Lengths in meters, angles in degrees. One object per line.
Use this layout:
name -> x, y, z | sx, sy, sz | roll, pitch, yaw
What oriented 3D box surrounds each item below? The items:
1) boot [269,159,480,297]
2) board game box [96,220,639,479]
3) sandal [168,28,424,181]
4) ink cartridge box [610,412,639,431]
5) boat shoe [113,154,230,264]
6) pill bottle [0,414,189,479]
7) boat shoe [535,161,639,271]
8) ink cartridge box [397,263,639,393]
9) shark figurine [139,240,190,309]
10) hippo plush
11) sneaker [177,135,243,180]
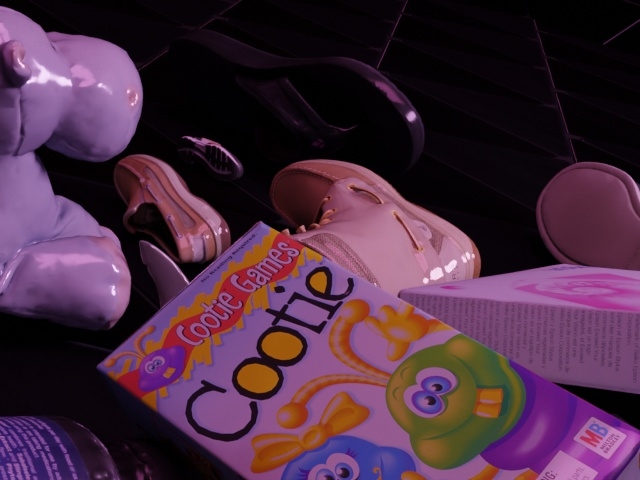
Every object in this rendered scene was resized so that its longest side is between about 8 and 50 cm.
boot -> 0.000, 0.000, 1.047 | 0.262, 0.095, 0.203 | 32, 31, 33
board game box -> 0.028, 0.128, 0.608 | 0.275, 0.144, 0.142 | 28, 60, 35
sandal -> -0.056, -0.158, 1.365 | 0.445, 0.168, 0.107 | 21, 48, 40
ink cartridge box -> 0.208, 0.206, 0.703 | 0.223, 0.045, 0.224 | -6, 28, -38
boat shoe -> -0.171, -0.033, 1.083 | 0.072, 0.068, 0.190 | -20, 36, -33
pill bottle -> -0.175, 0.149, 0.529 | 0.219, 0.123, 0.123 | 7, 19, -44
boat shoe -> 0.363, 0.014, 1.170 | 0.113, 0.127, 0.340 | 34, 2, -29
ink cartridge box -> 0.283, 0.068, 0.864 | 0.330, 0.072, 0.324 | 3, 4, 36
shark figurine -> -0.012, 0.078, 0.824 | 0.166, 0.116, 0.278 | -9, 32, -44
hippo plush -> -0.272, -0.074, 0.849 | 0.294, 0.237, 0.234 | 5, 17, -39
sneaker -> -0.128, -0.104, 1.303 | 0.043, 0.040, 0.109 | -9, 30, -45
